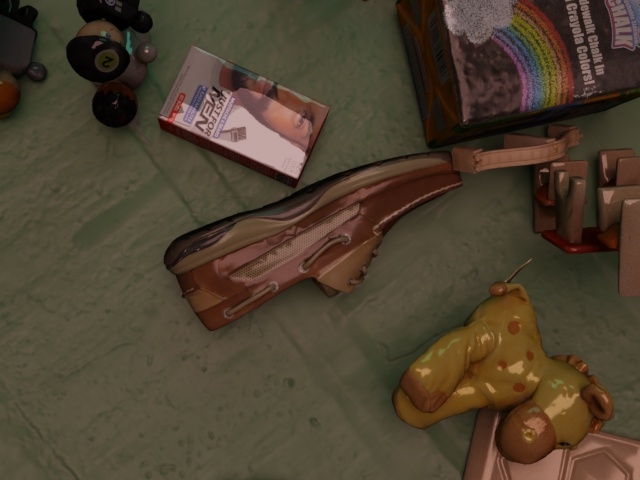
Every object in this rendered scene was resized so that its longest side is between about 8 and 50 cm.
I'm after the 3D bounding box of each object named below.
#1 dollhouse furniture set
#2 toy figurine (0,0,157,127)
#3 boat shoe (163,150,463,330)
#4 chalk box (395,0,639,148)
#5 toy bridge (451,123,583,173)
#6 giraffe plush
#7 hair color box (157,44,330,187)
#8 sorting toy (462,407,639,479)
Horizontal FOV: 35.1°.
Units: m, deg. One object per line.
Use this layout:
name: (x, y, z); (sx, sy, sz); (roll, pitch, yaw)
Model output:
dollhouse furniture set: (0.361, -0.008, 1.032); (0.259, 0.262, 0.135); (-4, 104, -5)
toy figurine: (-0.276, -0.206, 1.035); (0.213, 0.209, 0.148); (5, 71, -4)
boat shoe: (0.000, 0.000, 1.082); (0.324, 0.122, 0.120); (-21, 94, -4)
chalk box: (0.250, -0.221, 1.083); (0.288, 0.179, 0.180); (-11, 90, -7)
toy bridge: (0.226, -0.100, 1.086); (0.188, 0.063, 0.026); (-16, 110, -39)
giraffe plush: (0.199, 0.150, 1.022); (0.210, 0.181, 0.170); (-47, 75, 8)
hair color box: (-0.084, -0.136, 1.119); (0.167, 0.053, 0.093); (24, 81, -2)
sorting toy: (0.253, 0.294, 1.096); (0.208, 0.038, 0.193); (14, 82, 3)
